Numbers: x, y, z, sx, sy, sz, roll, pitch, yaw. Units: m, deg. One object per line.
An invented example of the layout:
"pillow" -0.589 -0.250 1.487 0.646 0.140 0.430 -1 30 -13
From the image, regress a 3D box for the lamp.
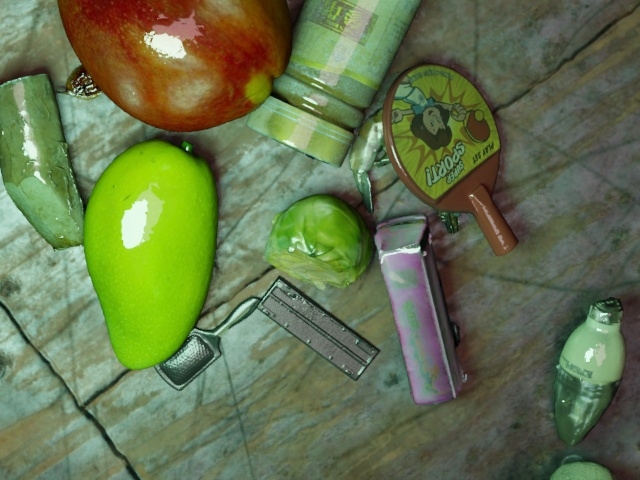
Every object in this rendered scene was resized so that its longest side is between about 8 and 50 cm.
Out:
"lamp" 0.415 0.204 1.956 0.101 0.101 0.250 7 111 -7

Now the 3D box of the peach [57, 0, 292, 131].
"peach" -0.200 -0.305 1.696 0.308 0.308 0.332 -45 117 3

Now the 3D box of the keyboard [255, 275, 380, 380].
"keyboard" -0.003 0.135 1.941 0.198 0.010 0.063 37 96 -10

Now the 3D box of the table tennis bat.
"table tennis bat" 0.199 -0.115 1.868 0.200 0.038 0.310 -39 103 -29

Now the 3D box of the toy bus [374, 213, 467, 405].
"toy bus" 0.149 0.105 1.891 0.090 0.112 0.274 -12 107 12

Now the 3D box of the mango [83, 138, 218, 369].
"mango" -0.246 0.024 1.819 0.192 0.156 0.343 0 104 -22

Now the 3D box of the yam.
"yam" -0.403 -0.104 1.815 0.106 0.106 0.259 -12 99 -4

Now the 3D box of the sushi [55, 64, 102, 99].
"sushi" -0.329 -0.232 1.826 0.099 0.047 0.050 -41 104 3

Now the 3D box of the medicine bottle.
"medicine bottle" 0.030 -0.277 1.803 0.151 0.151 0.322 25 96 -9

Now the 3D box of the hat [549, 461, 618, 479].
"hat" 0.407 0.401 1.972 0.252 0.252 0.110 9 56 -7

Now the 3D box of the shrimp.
"shrimp" 0.129 -0.095 1.900 0.150 0.051 0.217 -26 94 2

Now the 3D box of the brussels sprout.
"brussels sprout" 0.001 -0.005 1.863 0.149 0.151 0.122 16 67 16

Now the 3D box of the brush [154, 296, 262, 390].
"brush" -0.166 0.148 1.923 0.193 0.016 0.063 -42 102 2
